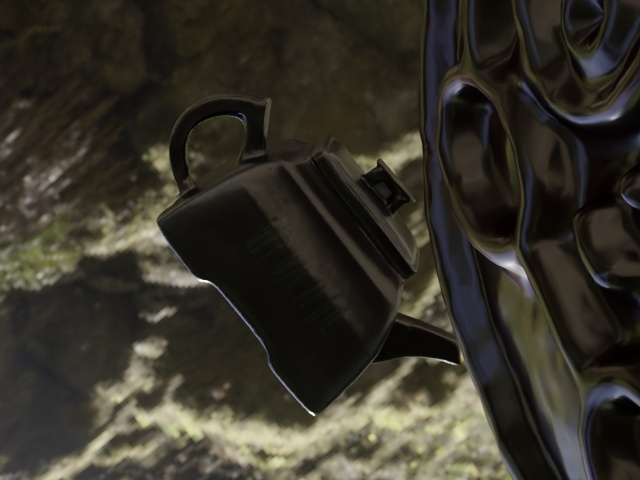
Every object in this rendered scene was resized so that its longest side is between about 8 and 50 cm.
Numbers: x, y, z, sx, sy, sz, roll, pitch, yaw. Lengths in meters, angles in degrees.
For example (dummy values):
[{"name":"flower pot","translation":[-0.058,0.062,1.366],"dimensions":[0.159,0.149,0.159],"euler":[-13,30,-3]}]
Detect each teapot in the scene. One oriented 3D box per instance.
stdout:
[{"name":"teapot","translation":[0.000,0.000,0.710],"dimensions":[0.177,0.096,0.087],"euler":[51,-167,-7]}]

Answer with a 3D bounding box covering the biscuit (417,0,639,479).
[{"name":"biscuit","translation":[0.135,-0.040,0.433],"dimensions":[0.091,0.407,0.407],"euler":[-3,-131,-21]}]
